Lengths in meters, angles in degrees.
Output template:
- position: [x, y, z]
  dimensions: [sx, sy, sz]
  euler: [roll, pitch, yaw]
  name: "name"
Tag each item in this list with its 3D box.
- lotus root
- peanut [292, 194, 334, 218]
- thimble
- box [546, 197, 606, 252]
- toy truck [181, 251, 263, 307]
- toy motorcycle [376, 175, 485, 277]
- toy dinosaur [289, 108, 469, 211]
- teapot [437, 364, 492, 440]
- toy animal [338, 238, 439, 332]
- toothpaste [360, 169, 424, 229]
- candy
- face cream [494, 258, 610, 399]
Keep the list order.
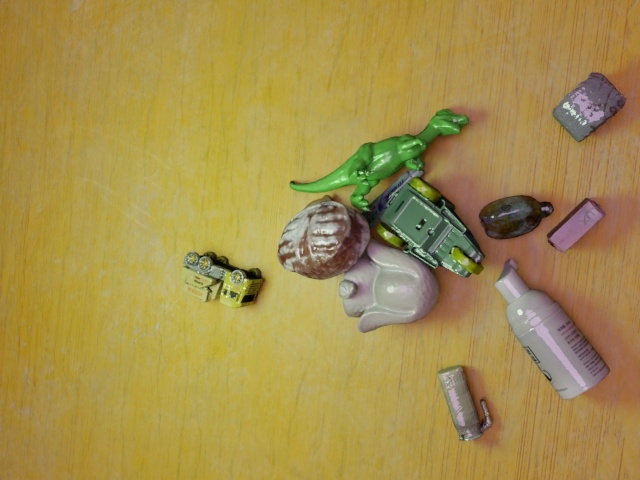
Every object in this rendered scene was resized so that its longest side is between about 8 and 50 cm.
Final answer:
- position: [0.530, -0.067, 1.584]
  dimensions: [0.192, 0.088, 0.113]
  euler: [-16, 101, 22]
  name: "lotus root"
- position: [-0.024, -0.072, 1.825]
  dimensions: [0.174, 0.080, 0.080]
  euler: [-41, 76, 17]
  name: "peanut"
- position: [0.683, -0.341, 1.492]
  dimensions: [0.151, 0.127, 0.118]
  euler: [-41, 77, 13]
  name: "thimble"
- position: [0.659, -0.040, 1.516]
  dimensions: [0.060, 0.111, 0.156]
  euler: [45, 108, 8]
  name: "box"
- position: [-0.336, 0.138, 1.933]
  dimensions: [0.272, 0.124, 0.157]
  euler: [19, 98, 22]
  name: "toy truck"
- position: [0.334, -0.012, 1.621]
  dimensions: [0.326, 0.200, 0.191]
  euler: [44, 107, 28]
  name: "toy motorcycle"
- position: [0.144, -0.270, 1.737]
  dimensions: [0.500, 0.144, 0.374]
  euler: [17, 60, 49]
  name: "toy dinosaur"
- position: [0.410, 0.455, 1.653]
  dimensions: [0.107, 0.077, 0.200]
  euler: [-17, 84, 3]
  name: "teapot"
- position: [0.203, 0.140, 1.664]
  dimensions: [0.265, 0.206, 0.271]
  euler: [9, 92, 26]
  name: "toy animal"
- position: [0.192, -0.112, 1.751]
  dimensions: [0.297, 0.048, 0.074]
  euler: [-44, 74, 20]
  name: "toothpaste"
- position: [0.000, 0.000, 1.679]
  dimensions: [0.290, 0.157, 0.214]
  euler: [-20, 58, 40]
  name: "candy"
- position: [0.577, 0.222, 1.538]
  dimensions: [0.145, 0.145, 0.369]
  euler: [-40, 75, 18]
  name: "face cream"
